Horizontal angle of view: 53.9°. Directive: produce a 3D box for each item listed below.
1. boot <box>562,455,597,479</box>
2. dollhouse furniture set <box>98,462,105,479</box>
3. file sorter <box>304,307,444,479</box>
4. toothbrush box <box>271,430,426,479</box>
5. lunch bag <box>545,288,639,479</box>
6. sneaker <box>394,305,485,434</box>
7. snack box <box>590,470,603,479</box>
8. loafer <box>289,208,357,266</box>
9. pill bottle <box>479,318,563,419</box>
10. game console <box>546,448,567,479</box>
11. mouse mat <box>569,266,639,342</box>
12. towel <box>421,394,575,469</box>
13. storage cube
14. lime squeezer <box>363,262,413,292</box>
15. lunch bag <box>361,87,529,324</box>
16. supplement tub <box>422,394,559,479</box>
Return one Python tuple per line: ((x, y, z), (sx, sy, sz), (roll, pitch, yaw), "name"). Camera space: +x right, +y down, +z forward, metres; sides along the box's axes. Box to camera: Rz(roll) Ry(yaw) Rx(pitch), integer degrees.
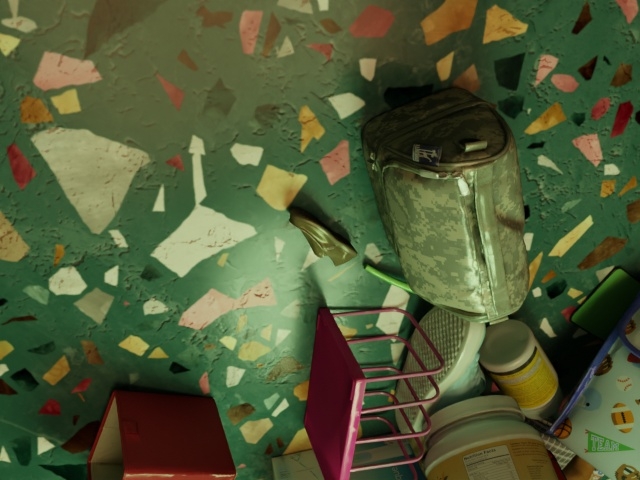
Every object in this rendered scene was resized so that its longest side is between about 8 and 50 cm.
((0.612, 0.473, 1.451), (0.197, 0.072, 0.153), (-12, 115, -43), "boot")
((-0.433, 0.492, 1.200), (0.076, 0.059, 0.152), (28, 108, -26), "dollhouse furniture set")
((0.095, 0.293, 1.155), (0.182, 0.202, 0.291), (-3, 119, -18), "file sorter")
((0.064, 0.529, 1.267), (0.295, 0.216, 0.126), (-9, 121, -9), "toothbrush box")
((0.684, 0.308, 1.216), (0.386, 0.327, 0.239), (-57, 154, 5), "lunch bag")
((0.254, 0.239, 1.200), (0.150, 0.135, 0.366), (-3, 138, -20), "sneaker")
((0.636, 0.554, 1.552), (0.178, 0.022, 0.064), (29, 106, -27), "snack box")
((0.000, 0.000, 1.046), (0.148, 0.056, 0.050), (35, 98, -29), "loafer")
((0.407, 0.265, 1.270), (0.119, 0.119, 0.208), (-35, 121, 6), "pill bottle")
((0.481, 0.649, 1.239), (0.060, 0.342, 0.387), (-11, 120, -5), "game console")
((0.630, 0.147, 1.332), (0.189, 0.007, 0.153), (29, 108, -27), "mouse mat")
((0.404, 0.479, 1.389), (0.283, 0.121, 0.235), (25, 109, -26), "towel")
((-0.284, 0.396, 1.104), (0.193, 0.215, 0.184), (13, 114, -29), "storage cube")
((0.233, 0.076, 1.153), (0.310, 0.059, 0.110), (-8, 121, -10), "lime squeezer")
((0.206, -0.053, 0.955), (0.212, 0.256, 0.305), (-21, 121, -4), "lunch bag")
((0.316, 0.462, 1.119), (0.228, 0.316, 0.228), (-8, 142, -6), "supplement tub")
